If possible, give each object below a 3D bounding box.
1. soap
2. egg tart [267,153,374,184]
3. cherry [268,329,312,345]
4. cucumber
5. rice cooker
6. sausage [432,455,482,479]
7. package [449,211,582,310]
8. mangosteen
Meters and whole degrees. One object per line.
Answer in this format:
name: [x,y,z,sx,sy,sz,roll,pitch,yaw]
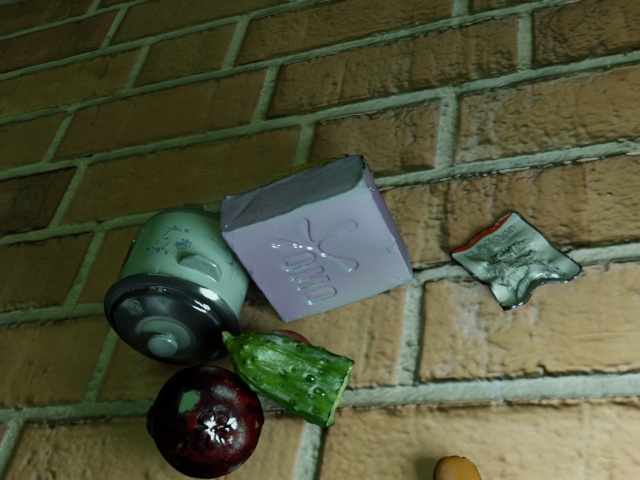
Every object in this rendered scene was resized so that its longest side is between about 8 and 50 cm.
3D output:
soap: [0.000,0.000,1.622,0.285,0.296,0.107,-20,46,12]
egg tart: [-0.014,-0.079,1.837,0.297,0.132,0.297,-18,29,10]
cherry: [-0.071,0.215,1.605,0.126,0.087,0.106,28,61,39]
cucumber: [-0.065,0.220,1.498,0.244,0.134,0.134,25,61,9]
rice cooker: [-0.272,0.100,1.701,0.317,0.264,0.317,-56,16,26]
sausage: [0.217,0.411,1.278,0.076,0.076,0.198,-22,45,8]
package: [0.354,0.041,1.584,0.166,0.040,0.232,-31,35,-6]
mangosteen: [-0.199,0.314,1.513,0.209,0.210,0.210,-15,45,15]
